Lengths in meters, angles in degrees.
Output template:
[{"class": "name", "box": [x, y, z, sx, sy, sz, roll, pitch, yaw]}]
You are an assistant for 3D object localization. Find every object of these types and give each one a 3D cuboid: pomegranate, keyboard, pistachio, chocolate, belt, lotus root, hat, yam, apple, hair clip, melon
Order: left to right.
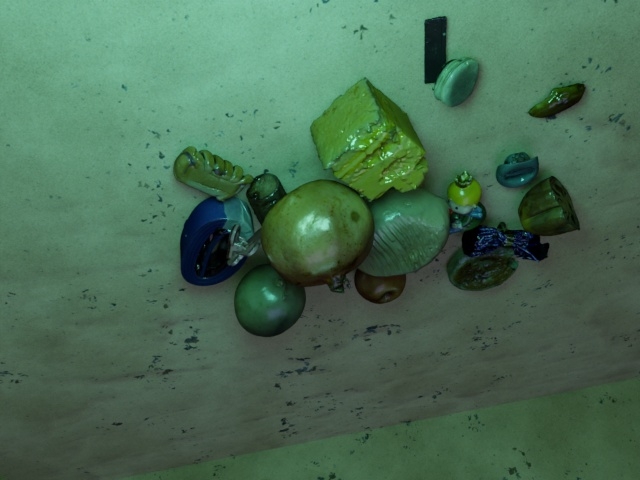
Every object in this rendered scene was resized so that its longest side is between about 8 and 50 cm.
[{"class": "belt", "box": [-0.343, 0.009, 1.877, 0.212, 0.117, 0.347, 12, 134, -25]}, {"class": "hair clip", "box": [-0.229, 0.024, 1.753, 0.102, 0.123, 0.138, 19, 125, 4]}, {"class": "melon", "box": [-0.184, 0.214, 2.047, 0.272, 0.272, 0.308, 21, 123, -33]}, {"class": "yam", "box": [-0.140, -0.079, 1.826, 0.131, 0.131, 0.280, -18, 138, 7]}, {"class": "pomegranate", "box": [0.000, 0.000, 1.657, 0.338, 0.338, 0.338, -7, 139, -6]}, {"class": "apple", "box": [0.224, 0.153, 2.146, 0.201, 0.162, 0.201, -7, 137, -6]}, {"class": "keyboard", "box": [0.307, -0.506, 1.534, 0.060, 0.018, 0.195, -7, 140, 4]}, {"class": "chocolate", "box": [0.694, 0.000, 2.103, 0.343, 0.148, 0.126, 4, 154, -12]}, {"class": "hat", "box": [0.644, -0.243, 1.874, 0.138, 0.078, 0.191, -10, 159, 9]}, {"class": "lotus root", "box": [0.771, -0.102, 1.989, 0.180, 0.188, 0.199, -24, 142, 34]}, {"class": "pistachio", "box": [0.710, -0.413, 1.713, 0.173, 0.049, 0.089, -28, 136, 17]}]

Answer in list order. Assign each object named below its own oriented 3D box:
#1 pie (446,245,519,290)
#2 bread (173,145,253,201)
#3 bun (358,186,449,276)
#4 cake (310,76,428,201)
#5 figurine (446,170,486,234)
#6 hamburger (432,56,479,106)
[{"class": "pie", "box": [0.643, 0.101, 2.264, 0.302, 0.067, 0.302, -7, 138, -6]}, {"class": "bread", "box": [-0.316, -0.195, 1.681, 0.225, 0.081, 0.134, 24, 133, -37]}, {"class": "bun", "box": [0.240, -0.039, 1.879, 0.326, 0.234, 0.362, 19, 132, -35]}, {"class": "cake", "box": [0.153, -0.261, 1.610, 0.222, 0.227, 0.286, -39, 133, 25]}, {"class": "figurine", "box": [0.461, -0.122, 1.938, 0.185, 0.127, 0.234, -18, 150, 18]}, {"class": "hamburger", "box": [0.371, -0.436, 1.574, 0.133, 0.062, 0.140, -22, 138, -27]}]
